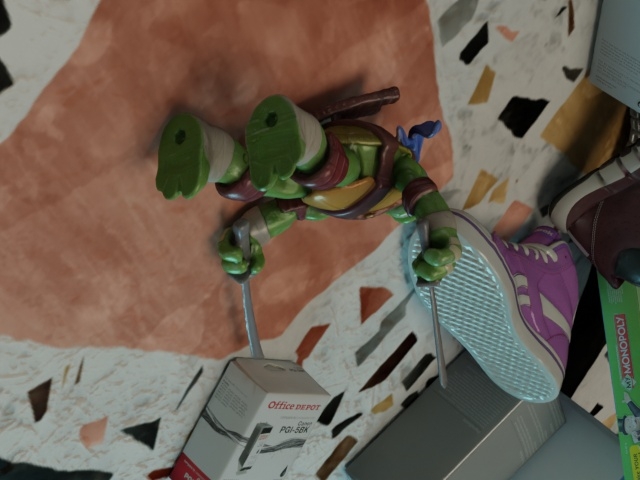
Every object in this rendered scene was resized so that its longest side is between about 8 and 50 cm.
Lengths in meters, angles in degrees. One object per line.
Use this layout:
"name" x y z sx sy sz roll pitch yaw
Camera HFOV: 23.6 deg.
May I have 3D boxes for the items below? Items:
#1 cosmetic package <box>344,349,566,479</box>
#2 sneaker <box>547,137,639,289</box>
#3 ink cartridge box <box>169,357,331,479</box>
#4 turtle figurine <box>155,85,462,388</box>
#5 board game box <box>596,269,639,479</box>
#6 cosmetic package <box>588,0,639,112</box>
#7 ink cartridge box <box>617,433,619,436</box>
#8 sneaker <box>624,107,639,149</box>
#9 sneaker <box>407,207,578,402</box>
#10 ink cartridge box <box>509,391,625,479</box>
"cosmetic package" 0.151 0.225 1.686 0.238 0.107 0.127 -40 144 -12
"sneaker" 0.384 -0.046 1.565 0.281 0.162 0.106 -37 174 32
"ink cartridge box" -0.065 0.183 1.434 0.099 0.056 0.135 9 115 -51
"turtle figurine" 0.000 0.000 1.224 0.266 0.198 0.275 23 99 -51
"board game box" 0.382 0.117 1.717 0.213 0.046 0.317 9 72 -55
"cosmetic package" 0.443 -0.319 1.530 0.377 0.097 0.284 -27 141 -31
"ink cartridge box" 0.398 0.324 2.121 0.063 0.029 0.115 -27 140 -32
"sneaker" 0.370 -0.131 1.663 0.076 0.065 0.166 -36 149 -49
"sneaker" 0.183 0.025 1.567 0.282 0.102 0.161 55 48 -43
"ink cartridge box" 0.277 0.325 1.831 0.198 0.197 0.270 -46 145 -8
